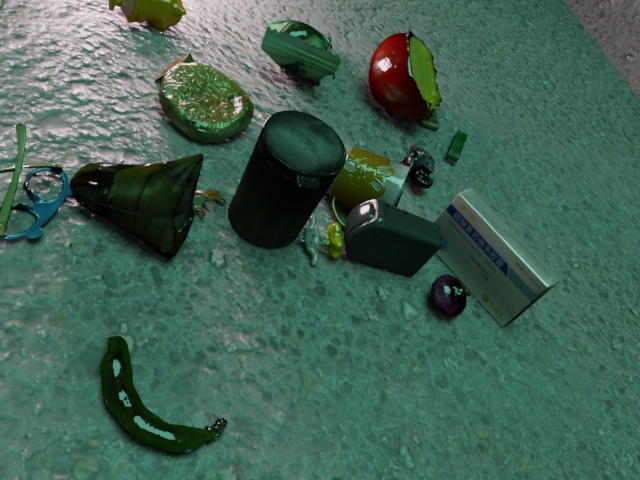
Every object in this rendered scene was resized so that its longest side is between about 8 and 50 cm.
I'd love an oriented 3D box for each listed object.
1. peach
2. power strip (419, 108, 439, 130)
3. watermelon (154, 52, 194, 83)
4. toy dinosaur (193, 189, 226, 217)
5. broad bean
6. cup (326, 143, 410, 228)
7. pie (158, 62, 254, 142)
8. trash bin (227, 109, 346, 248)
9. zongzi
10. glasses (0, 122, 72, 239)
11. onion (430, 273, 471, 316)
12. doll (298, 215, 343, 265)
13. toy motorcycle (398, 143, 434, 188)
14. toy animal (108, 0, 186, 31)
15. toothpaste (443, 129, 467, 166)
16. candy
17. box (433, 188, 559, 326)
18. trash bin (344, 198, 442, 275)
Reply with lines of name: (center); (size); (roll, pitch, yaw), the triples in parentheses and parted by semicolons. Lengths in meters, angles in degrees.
peach: (0.284, -0.547, 2.073); (0.258, 0.201, 0.361); (27, 50, -49)
power strip: (0.388, -0.468, 2.170); (0.076, 0.028, 0.168); (13, 47, -16)
watermelon: (-0.412, -0.501, 1.776); (0.069, 0.087, 0.163); (57, 39, -28)
toy dinosaur: (-0.345, -0.118, 1.468); (0.212, 0.057, 0.142); (26, 33, -6)
broad bean: (-0.321, 0.305, 1.119); (0.292, 0.049, 0.144); (37, 39, 3)
cup: (0.109, -0.139, 1.657); (0.226, 0.185, 0.241); (27, 76, 3)
pie: (-0.327, -0.392, 1.692); (0.277, 0.078, 0.276); (13, 51, -17)
trash bin: (-0.091, -0.135, 1.440); (0.203, 0.301, 0.251); (7, 53, -23)
zongzi: (-0.388, -0.138, 1.286); (0.286, 0.300, 0.138); (31, 44, -1)
glasses: (-0.641, -0.133, 1.264); (0.102, 0.206, 0.239); (-1, 40, 19)
onion: (0.343, 0.143, 1.563); (0.115, 0.105, 0.115); (30, 53, -49)
doll: (-0.001, -0.007, 1.544); (0.113, 0.071, 0.135); (-21, 69, -20)
toy motorcycle: (0.304, -0.243, 1.896); (0.122, 0.082, 0.213); (33, 35, -12)
toy animal: (-0.540, -0.740, 1.849); (0.230, 0.156, 0.156); (-7, 56, -28)
toothpaste: (0.476, -0.326, 2.086); (0.043, 0.037, 0.178); (28, 44, 2)
candy: (-0.072, -0.677, 2.027); (0.263, 0.172, 0.397); (21, 33, -16)
box: (0.456, 0.047, 1.636); (0.065, 0.200, 0.343); (-21, 64, -42)
trash bin: (0.176, -0.006, 1.555); (0.237, 0.176, 0.101); (19, 45, -16)
